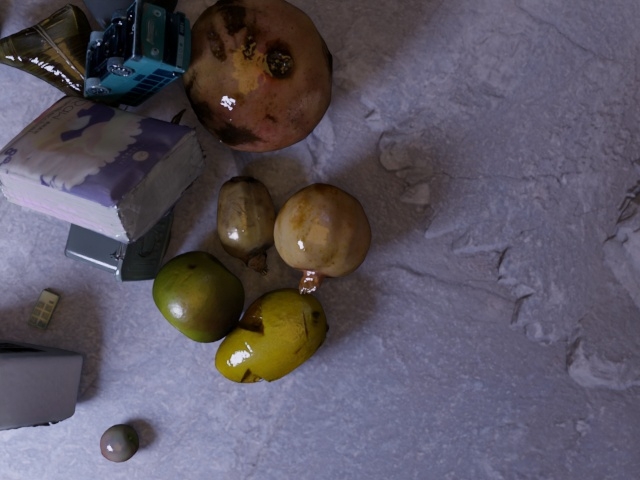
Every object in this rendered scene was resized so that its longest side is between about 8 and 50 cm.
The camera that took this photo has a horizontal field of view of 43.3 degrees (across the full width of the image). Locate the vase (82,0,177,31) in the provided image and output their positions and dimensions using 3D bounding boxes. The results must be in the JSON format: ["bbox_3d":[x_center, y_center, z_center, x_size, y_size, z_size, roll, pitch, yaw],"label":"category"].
[{"bbox_3d":[-0.461,-0.564,1.660,0.321,0.173,0.173,45,88,2],"label":"vase"}]

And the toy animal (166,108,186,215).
[{"bbox_3d":[-0.321,-0.185,1.676,0.272,0.160,0.197,35,94,21],"label":"toy animal"}]

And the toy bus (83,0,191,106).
[{"bbox_3d":[-0.353,-0.354,1.552,0.147,0.256,0.128,8,77,-35],"label":"toy bus"}]

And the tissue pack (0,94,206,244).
[{"bbox_3d":[-0.424,-0.144,1.525,0.344,0.125,0.242,18,52,26],"label":"tissue pack"}]

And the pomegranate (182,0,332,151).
[{"bbox_3d":[-0.126,-0.338,1.627,0.322,0.322,0.322,0,91,-3],"label":"pomegranate"}]

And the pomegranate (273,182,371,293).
[{"bbox_3d":[0.004,-0.016,1.678,0.207,0.207,0.207,0,91,-3],"label":"pomegranate"}]

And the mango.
[{"bbox_3d":[-0.106,0.209,1.712,0.262,0.130,0.167,-42,88,3],"label":"mango"}]

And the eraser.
[{"bbox_3d":[-0.665,0.281,1.589,0.331,0.331,0.150,9,90,-4],"label":"eraser"}]

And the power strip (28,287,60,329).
[{"bbox_3d":[-0.595,0.149,1.735,0.040,0.016,0.090,24,90,-3],"label":"power strip"}]

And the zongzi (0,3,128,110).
[{"bbox_3d":[-0.557,-0.332,1.677,0.241,0.111,0.247,-26,98,-6],"label":"zongzi"}]

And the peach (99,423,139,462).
[{"bbox_3d":[-0.431,0.434,1.721,0.083,0.083,0.083,0,91,-3],"label":"peach"}]

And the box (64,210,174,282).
[{"bbox_3d":[-0.408,-0.009,1.641,0.135,0.243,0.163,15,92,8],"label":"box"}]

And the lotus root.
[{"bbox_3d":[-0.155,-0.031,1.710,0.125,0.118,0.221,-8,89,14],"label":"lotus root"}]

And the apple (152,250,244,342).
[{"bbox_3d":[-0.249,0.113,1.669,0.196,0.196,0.157,41,90,-3],"label":"apple"}]
